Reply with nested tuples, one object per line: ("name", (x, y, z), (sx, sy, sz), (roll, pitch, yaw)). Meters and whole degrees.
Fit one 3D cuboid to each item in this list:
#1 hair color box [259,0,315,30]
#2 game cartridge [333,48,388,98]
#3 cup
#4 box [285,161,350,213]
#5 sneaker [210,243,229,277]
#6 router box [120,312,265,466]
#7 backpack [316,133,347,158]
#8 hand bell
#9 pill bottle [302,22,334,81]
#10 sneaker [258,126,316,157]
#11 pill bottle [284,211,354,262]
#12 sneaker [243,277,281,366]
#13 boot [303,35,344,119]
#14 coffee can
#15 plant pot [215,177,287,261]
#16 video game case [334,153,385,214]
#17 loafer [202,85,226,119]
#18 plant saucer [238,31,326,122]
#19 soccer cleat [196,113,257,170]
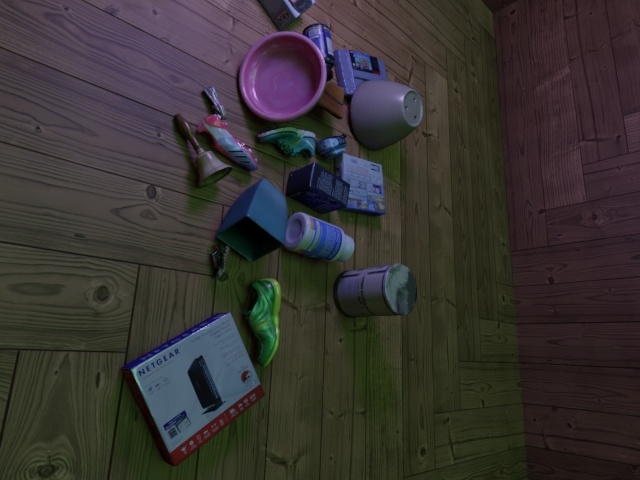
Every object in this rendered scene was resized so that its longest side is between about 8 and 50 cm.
("hair color box", (-0.202, -1.077, 1.731), (0.374, 0.114, 0.185), (50, 51, -24))
("game cartridge", (0.213, -0.802, 2.099), (0.355, 0.068, 0.230), (-10, 92, -44))
("cup", (0.336, -0.600, 2.001), (0.331, 0.237, 0.331), (-4, 96, -45))
("box", (-0.009, -0.202, 1.693), (0.207, 0.153, 0.108), (25, 66, -36))
("sneaker", (-0.339, 0.065, 1.403), (0.057, 0.047, 0.119), (24, 58, -31))
("router box", (-0.364, 0.424, 1.270), (0.335, 0.082, 0.301), (-29, 101, -43))
("backpack", (0.046, -0.397, 1.819), (0.114, 0.105, 0.084), (-17, 92, -39))
("hand bell", (-0.406, -0.308, 1.400), (0.126, 0.126, 0.242), (-32, 90, -42))
("pill bottle", (-0.005, -0.807, 1.849), (0.123, 0.123, 0.219), (-3, 83, -43))
("sneaker", (-0.118, -0.381, 1.669), (0.275, 0.107, 0.110), (-3, 92, -43))
("pill bottle", (0.000, 0.000, 1.656), (0.272, 0.152, 0.152), (21, 67, -38))
("sneaker", (-0.204, 0.277, 1.456), (0.123, 0.109, 0.295), (4, 79, -19))
("boot", (0.006, -0.659, 1.740), (0.280, 0.096, 0.264), (6, 78, -43))
("coffee can", (0.218, 0.207, 1.728), (0.201, 0.275, 0.201), (11, 74, -41))
("plant pot", (-0.216, -0.086, 1.467), (0.165, 0.166, 0.234), (40, 40, -30))
("video game case", (0.181, -0.246, 1.942), (0.269, 0.061, 0.244), (6, 75, -42))
("loafer", (-0.372, -0.476, 1.494), (0.039, 0.045, 0.125), (-25, 91, -26))
("plant saucer", (-0.135, -0.597, 1.589), (0.084, 0.332, 0.332), (3, 76, -78))
("soccer cleat", (-0.320, -0.326, 1.492), (0.095, 0.083, 0.248), (-45, 120, -8))
